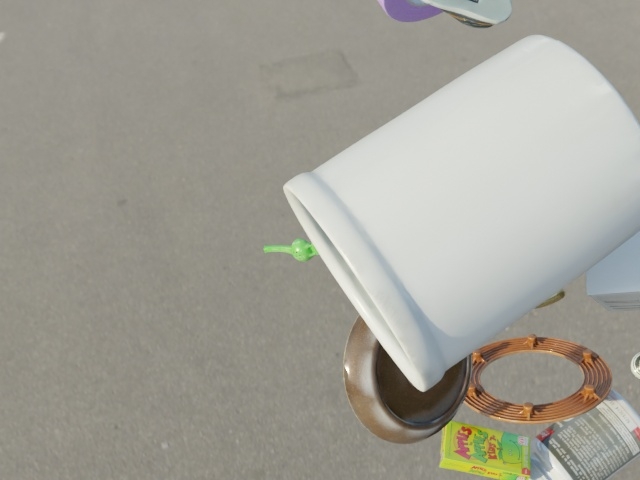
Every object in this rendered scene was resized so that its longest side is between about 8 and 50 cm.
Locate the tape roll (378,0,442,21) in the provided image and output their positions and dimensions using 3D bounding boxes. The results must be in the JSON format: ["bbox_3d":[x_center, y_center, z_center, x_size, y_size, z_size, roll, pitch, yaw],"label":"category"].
[{"bbox_3d":[0.214,-0.535,1.595,0.275,0.275,0.090,-23,70,-18],"label":"tape roll"}]

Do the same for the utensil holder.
[{"bbox_3d":[0.199,-0.041,1.147,0.385,0.327,0.327,-33,41,-5],"label":"utensil holder"}]

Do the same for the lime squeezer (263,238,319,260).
[{"bbox_3d":[0.000,0.000,1.981,0.310,0.058,0.110,-21,8,19],"label":"lime squeezer"}]

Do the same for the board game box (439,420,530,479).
[{"bbox_3d":[0.345,0.443,1.801,0.181,0.043,0.092,12,49,0],"label":"board game box"}]

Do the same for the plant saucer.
[{"bbox_3d":[0.185,0.240,1.661,0.311,0.310,0.050,-33,16,-28],"label":"plant saucer"}]

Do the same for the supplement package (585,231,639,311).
[{"bbox_3d":[0.531,-0.033,1.355,0.204,0.145,0.261,-7,72,30],"label":"supplement package"}]

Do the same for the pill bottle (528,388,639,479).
[{"bbox_3d":[0.559,0.461,1.867,0.283,0.161,0.161,-36,42,-3],"label":"pill bottle"}]

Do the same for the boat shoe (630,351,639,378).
[{"bbox_3d":[0.718,0.237,1.670,0.219,0.070,0.077,-3,68,18],"label":"boat shoe"}]

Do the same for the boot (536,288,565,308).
[{"bbox_3d":[0.315,-0.017,1.466,0.095,0.203,0.262,-23,19,0],"label":"boot"}]

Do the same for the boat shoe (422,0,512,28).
[{"bbox_3d":[0.207,-0.383,1.363,0.183,0.065,0.083,22,-1,-7],"label":"boat shoe"}]

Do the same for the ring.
[{"bbox_3d":[0.455,0.287,1.862,0.337,0.032,0.336,-8,23,3],"label":"ring"}]
